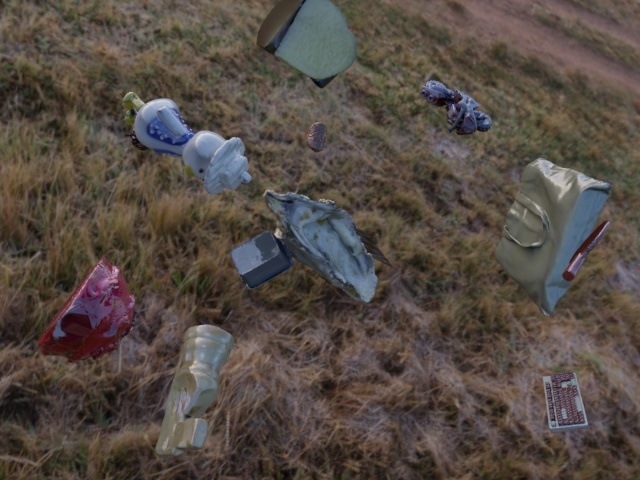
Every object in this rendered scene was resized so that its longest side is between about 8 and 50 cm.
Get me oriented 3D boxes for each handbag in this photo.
[{"bbox_3d":[0.526,-0.019,1.400,0.109,0.316,0.253,7,20,-19],"label":"handbag"}]

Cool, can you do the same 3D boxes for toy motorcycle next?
[{"bbox_3d":[0.355,-0.350,1.615,0.213,0.082,0.122,39,43,13],"label":"toy motorcycle"}]

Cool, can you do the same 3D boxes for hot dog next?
[{"bbox_3d":[-0.009,-0.290,1.695,0.058,0.035,0.083,15,83,-31],"label":"hot dog"}]

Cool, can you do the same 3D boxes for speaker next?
[{"bbox_3d":[0.000,-0.468,1.648,0.094,0.075,0.060,33,21,-51],"label":"speaker"}]

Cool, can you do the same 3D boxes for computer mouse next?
[{"bbox_3d":[-0.442,-0.288,1.609,0.077,0.146,0.241,58,0,-21],"label":"computer mouse"}]

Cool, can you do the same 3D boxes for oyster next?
[{"bbox_3d":[-0.003,0.003,1.356,0.341,0.110,0.166,29,73,-22],"label":"oyster"}]

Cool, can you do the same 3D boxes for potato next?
[{"bbox_3d":[-0.013,-0.248,0.747,0.103,0.096,0.066,37,9,-33],"label":"potato"}]

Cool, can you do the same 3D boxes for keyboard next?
[{"bbox_3d":[0.365,0.239,0.911,0.017,0.055,0.166,70,20,-7],"label":"keyboard"}]

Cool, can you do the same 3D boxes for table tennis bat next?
[{"bbox_3d":[0.454,0.018,1.037,0.019,0.098,0.155,39,52,12],"label":"table tennis bat"}]

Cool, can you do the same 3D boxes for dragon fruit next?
[{"bbox_3d":[-0.526,0.185,1.346,0.163,0.261,0.189,42,7,8],"label":"dragon fruit"}]

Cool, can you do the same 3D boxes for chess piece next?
[{"bbox_3d":[-0.297,0.355,1.407,0.137,0.137,0.301,25,54,-18],"label":"chess piece"}]

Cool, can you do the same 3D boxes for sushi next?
[{"bbox_3d":[0.069,-0.040,1.642,0.264,0.290,0.050,26,80,25],"label":"sushi"}]

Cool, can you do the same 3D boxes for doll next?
[{"bbox_3d":[-0.252,-0.182,1.134,0.293,0.138,0.119,31,61,12],"label":"doll"}]

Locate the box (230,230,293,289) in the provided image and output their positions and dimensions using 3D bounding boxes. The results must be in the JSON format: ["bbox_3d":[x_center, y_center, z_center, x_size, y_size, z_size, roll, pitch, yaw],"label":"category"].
[{"bbox_3d":[-0.127,0.038,1.266,0.084,0.122,0.069,60,1,28],"label":"box"}]
